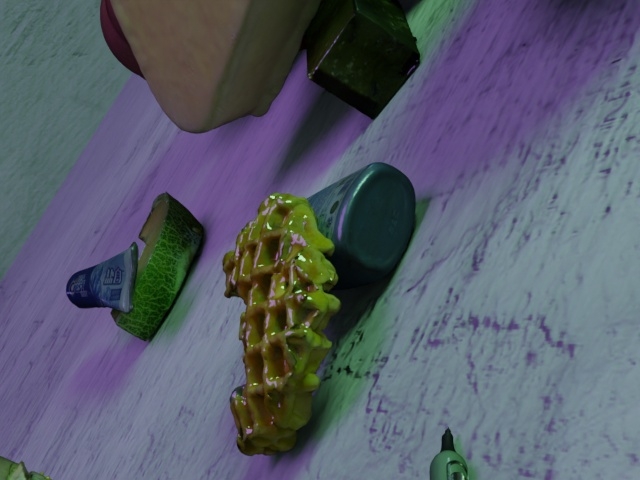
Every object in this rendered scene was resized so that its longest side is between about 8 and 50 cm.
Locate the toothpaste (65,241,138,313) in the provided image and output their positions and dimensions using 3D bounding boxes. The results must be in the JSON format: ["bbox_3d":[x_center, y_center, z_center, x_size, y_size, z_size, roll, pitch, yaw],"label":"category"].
[{"bbox_3d":[-0.255,0.053,1.371,0.069,0.047,0.268,-56,18,-19],"label":"toothpaste"}]

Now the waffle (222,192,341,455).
[{"bbox_3d":[-0.038,0.055,0.862,0.149,0.051,0.194,-59,31,33],"label":"waffle"}]

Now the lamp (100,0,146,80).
[{"bbox_3d":[-0.146,-0.315,1.588,0.305,0.240,0.305,-27,-10,-5],"label":"lamp"}]

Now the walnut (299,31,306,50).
[{"bbox_3d":[-0.036,-0.365,1.358,0.221,0.244,0.269,-6,61,17],"label":"walnut"}]

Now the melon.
[{"bbox_3d":[-0.194,0.029,1.397,0.118,0.064,0.210,-30,34,52],"label":"melon"}]

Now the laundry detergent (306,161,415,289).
[{"bbox_3d":[-0.001,-0.001,0.949,0.206,0.061,0.097,-19,50,62],"label":"laundry detergent"}]

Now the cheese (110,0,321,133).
[{"bbox_3d":[-0.120,-0.283,1.201,0.104,0.384,0.384,-26,-4,-39],"label":"cheese"}]

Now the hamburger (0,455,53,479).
[{"bbox_3d":[-0.371,0.341,1.138,0.302,0.170,0.302,-52,14,19],"label":"hamburger"}]

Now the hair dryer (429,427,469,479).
[{"bbox_3d":[0.064,0.135,0.588,0.071,0.047,0.150,-51,12,19],"label":"hair dryer"}]

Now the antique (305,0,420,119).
[{"bbox_3d":[0.036,-0.211,1.189,0.081,0.080,0.221,-51,19,19],"label":"antique"}]
